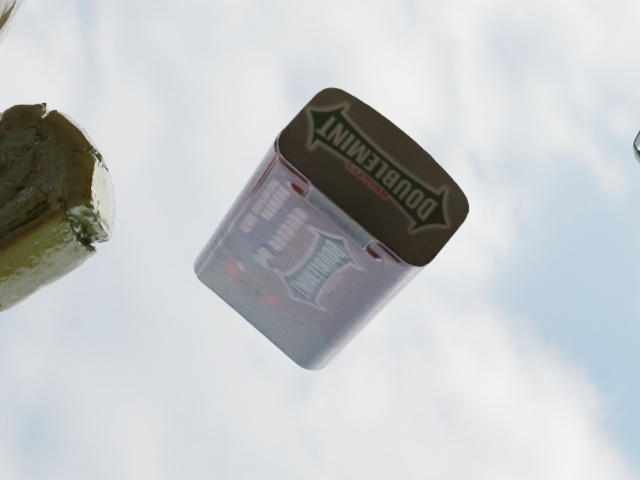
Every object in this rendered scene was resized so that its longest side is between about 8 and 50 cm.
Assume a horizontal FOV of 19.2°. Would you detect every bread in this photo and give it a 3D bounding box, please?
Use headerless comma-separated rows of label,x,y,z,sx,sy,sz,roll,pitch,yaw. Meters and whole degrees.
bread,-0.211,-0.018,1.243,0.156,0.064,0.117,-38,-124,-4

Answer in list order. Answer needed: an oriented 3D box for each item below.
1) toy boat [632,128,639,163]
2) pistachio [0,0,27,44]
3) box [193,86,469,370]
toy boat,0.253,-0.107,1.228,0.103,0.246,0.093,-33,-121,-6
pistachio,-0.192,-0.155,0.819,0.162,0.181,0.293,-3,-134,16
box,0.000,0.000,1.177,0.120,0.224,0.069,40,-117,2
